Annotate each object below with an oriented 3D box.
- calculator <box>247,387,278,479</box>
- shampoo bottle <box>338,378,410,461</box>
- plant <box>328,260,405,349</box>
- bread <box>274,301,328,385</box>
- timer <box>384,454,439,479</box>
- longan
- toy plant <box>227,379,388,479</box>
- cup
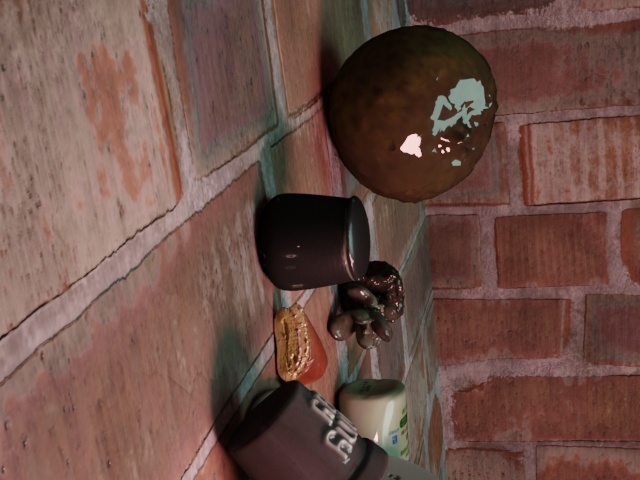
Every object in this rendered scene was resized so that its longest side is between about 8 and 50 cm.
[{"bbox_3d":[-0.066,0.344,1.521,0.295,0.042,0.184,33,56,-69],"label":"calculator"},{"bbox_3d":[0.125,0.495,1.999,0.222,0.151,0.349,-28,116,-76],"label":"shampoo bottle"},{"bbox_3d":[0.113,0.147,2.002,0.274,0.147,0.149,-61,134,-64],"label":"plant"},{"bbox_3d":[-0.033,0.204,1.605,0.192,0.067,0.119,62,29,-58],"label":"bread"},{"bbox_3d":[0.114,0.591,1.784,0.285,0.285,0.285,-2,90,-75],"label":"timer"},{"bbox_3d":[0.206,-0.278,1.973,0.391,0.391,0.390,-2,90,-75],"label":"longan"},{"bbox_3d":[0.055,0.393,1.329,0.400,0.279,0.185,46,52,-8],"label":"toy plant"},{"bbox_3d":[0.000,0.000,1.552,0.223,0.177,0.169,10,76,-74],"label":"cup"}]
